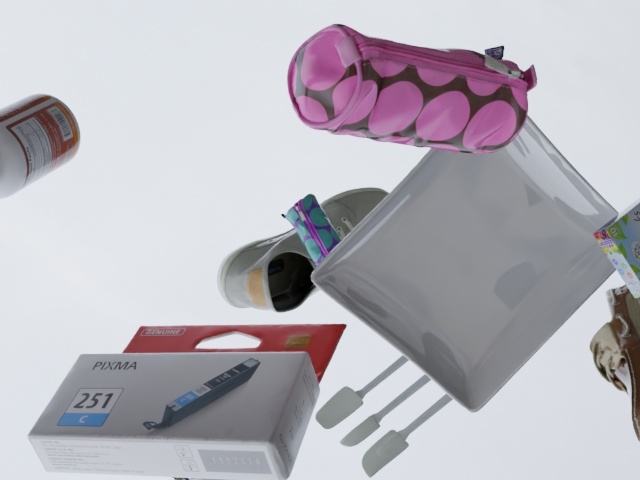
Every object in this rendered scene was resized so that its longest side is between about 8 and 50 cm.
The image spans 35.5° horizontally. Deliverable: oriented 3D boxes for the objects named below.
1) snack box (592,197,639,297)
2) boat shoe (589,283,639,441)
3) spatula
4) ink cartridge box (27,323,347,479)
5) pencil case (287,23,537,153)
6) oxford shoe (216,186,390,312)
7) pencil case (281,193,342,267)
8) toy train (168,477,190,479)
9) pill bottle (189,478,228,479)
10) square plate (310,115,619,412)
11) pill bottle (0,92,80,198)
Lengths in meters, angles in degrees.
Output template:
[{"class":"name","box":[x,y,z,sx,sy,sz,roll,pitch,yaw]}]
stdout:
[{"class":"snack box","box":[0.428,-0.007,1.265,0.141,0.037,0.100,-34,-90,-18]},{"class":"boat shoe","box":[0.444,0.164,1.403,0.324,0.120,0.122,-60,-44,-56]},{"class":"spatula","box":[0.125,0.268,1.681,0.168,0.242,0.019,39,162,45]},{"class":"ink cartridge box","box":[-0.143,0.156,1.146,0.261,0.296,0.066,-65,-34,-51]},{"class":"pencil case","box":[0.081,-0.129,0.842,0.209,0.098,0.095,0,-105,-35]},{"class":"oxford shoe","box":[0.006,0.023,1.937,0.449,0.130,0.169,-26,-62,-38]},{"class":"pencil case","box":[0.000,0.000,1.635,0.152,0.064,0.070,58,-169,21]},{"class":"toy train","box":[-0.231,0.398,1.608,0.158,0.036,0.027,-33,-74,-79]},{"class":"pill bottle","box":[-0.136,0.395,1.409,0.119,0.119,0.208,16,-125,-42]},{"class":"square plate","box":[0.212,0.018,1.345,0.347,0.344,0.049,41,-174,-26]},{"class":"pill bottle","box":[-0.465,-0.134,1.487,0.121,0.121,0.216,49,-147,-4]}]
